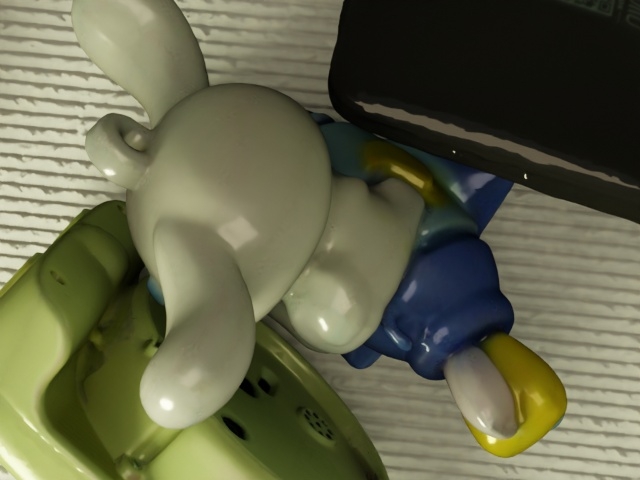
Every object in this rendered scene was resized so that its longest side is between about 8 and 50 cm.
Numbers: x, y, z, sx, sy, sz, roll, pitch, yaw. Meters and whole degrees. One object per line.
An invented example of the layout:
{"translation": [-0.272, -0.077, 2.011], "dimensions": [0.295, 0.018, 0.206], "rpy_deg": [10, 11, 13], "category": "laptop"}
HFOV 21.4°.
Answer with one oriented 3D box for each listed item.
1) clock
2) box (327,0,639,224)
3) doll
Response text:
{"translation": [-0.074, 0.137, 1.163], "dimensions": [0.348, 0.286, 0.117], "rpy_deg": [43, 104, -6], "category": "clock"}
{"translation": [0.167, -0.166, 1.161], "dimensions": [0.289, 0.073, 0.290], "rpy_deg": [17, 65, -2], "category": "box"}
{"translation": [-0.005, 0.004, 1.159], "dimensions": [0.365, 0.187, 0.376], "rpy_deg": [21, 54, -32], "category": "doll"}
